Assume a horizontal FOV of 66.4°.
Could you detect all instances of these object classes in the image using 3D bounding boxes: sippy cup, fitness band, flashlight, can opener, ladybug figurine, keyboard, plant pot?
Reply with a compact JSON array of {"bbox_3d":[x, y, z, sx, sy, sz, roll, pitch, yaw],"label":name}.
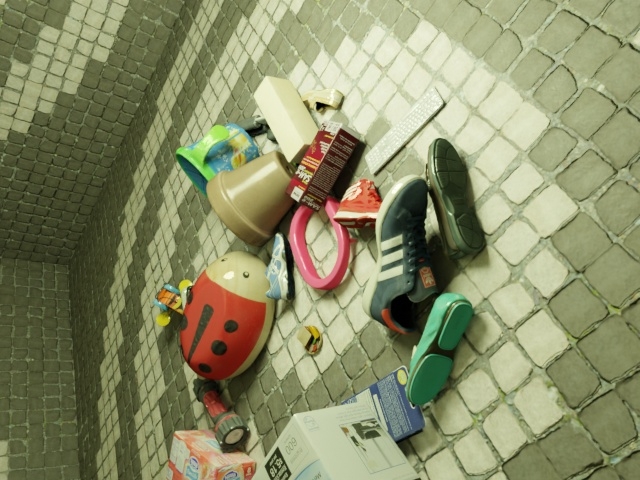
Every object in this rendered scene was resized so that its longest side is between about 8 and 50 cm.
[{"bbox_3d":[-0.339,-0.278,1.695,0.224,0.240,0.305,-44,25,-17],"label":"sippy cup"},{"bbox_3d":[0.000,0.000,1.368,0.209,0.054,0.291,-49,45,30],"label":"fitness band"},{"bbox_3d":[-0.333,0.541,1.586,0.103,0.103,0.304,-47,40,-5],"label":"flashlight"},{"bbox_3d":[-0.217,-0.387,1.718,0.283,0.075,0.095,1,80,51],"label":"can opener"},{"bbox_3d":[-0.311,0.247,1.531,0.305,0.162,0.450,25,102,26],"label":"ladybug figurine"},{"bbox_3d":[0.203,-0.273,1.229,0.256,0.014,0.072,-44,49,33],"label":"keyboard"},{"bbox_3d":[-0.177,-0.147,1.498,0.229,0.263,0.263,-36,52,17],"label":"plant pot"}]

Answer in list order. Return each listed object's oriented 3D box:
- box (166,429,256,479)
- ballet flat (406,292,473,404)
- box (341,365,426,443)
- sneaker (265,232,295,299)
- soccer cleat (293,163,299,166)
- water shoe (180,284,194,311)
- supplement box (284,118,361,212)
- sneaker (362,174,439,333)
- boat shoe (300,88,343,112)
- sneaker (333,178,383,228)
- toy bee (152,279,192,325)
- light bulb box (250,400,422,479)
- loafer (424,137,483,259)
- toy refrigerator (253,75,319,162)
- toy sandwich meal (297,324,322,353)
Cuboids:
[{"bbox_3d":[-0.344,0.709,1.516,0.299,0.142,0.154,1,81,50],"label":"box"},{"bbox_3d":[0.238,0.219,1.015,0.087,0.083,0.248,-125,55,-71],"label":"ballet flat"},{"bbox_3d":[0.144,0.387,1.099,0.225,0.036,0.137,-44,50,36],"label":"box"},{"bbox_3d":[-0.128,0.076,1.462,0.081,0.080,0.211,-9,67,16],"label":"sneaker"},{"bbox_3d":[-0.091,-0.321,1.563,0.072,0.060,0.179,-20,73,0],"label":"soccer cleat"},{"bbox_3d":[-0.467,0.269,1.838,0.080,0.073,0.203,-13,90,5],"label":"water shoe"},{"bbox_3d":[0.002,-0.210,1.360,0.240,0.073,0.130,-61,28,5],"label":"supplement box"},{"bbox_3d":[0.196,0.041,1.042,0.148,0.131,0.350,35,126,46],"label":"sneaker"},{"bbox_3d":[-0.005,-0.418,1.481,0.170,0.063,0.059,8,80,50],"label":"boat shoe"},{"bbox_3d":[0.135,-0.097,1.209,0.221,0.087,0.128,5,71,36],"label":"sneaker"},{"bbox_3d":[-0.577,0.258,1.931,0.195,0.162,0.298,-54,11,4],"label":"toy bee"},{"bbox_3d":[0.038,0.594,0.993,0.361,0.225,0.358,49,120,39],"label":"light bulb box"},{"bbox_3d":[0.265,-0.088,1.046,0.084,0.096,0.268,-39,55,53],"label":"loafer"},{"bbox_3d":[-0.096,-0.363,1.489,0.094,0.102,0.270,-45,65,38],"label":"toy refrigerator"},{"bbox_3d":[-0.030,0.271,1.347,0.085,0.029,0.086,-17,67,47],"label":"toy sandwich meal"}]
